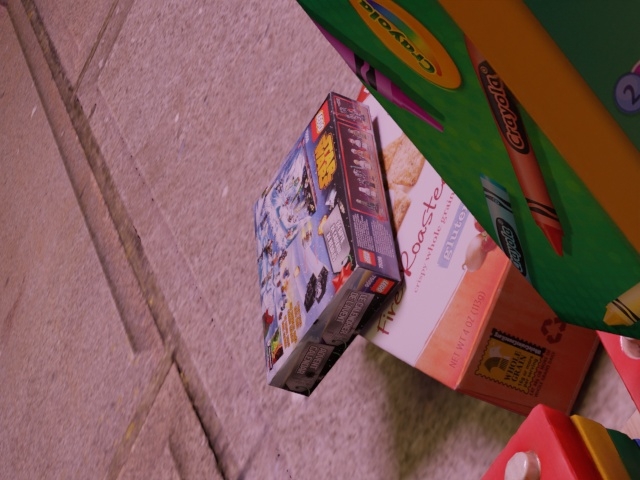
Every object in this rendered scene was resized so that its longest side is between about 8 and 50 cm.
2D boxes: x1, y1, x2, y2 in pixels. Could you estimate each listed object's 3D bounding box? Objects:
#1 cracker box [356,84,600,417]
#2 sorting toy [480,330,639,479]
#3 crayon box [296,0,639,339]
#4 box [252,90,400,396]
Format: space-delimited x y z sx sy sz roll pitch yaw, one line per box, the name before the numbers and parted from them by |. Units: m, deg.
cracker box | 0.071 -0.014 0.773 0.156 0.067 0.232 -68 23 1
sorting toy | 0.142 0.110 0.484 0.255 0.089 0.257 -57 25 24
crayon box | 0.137 -0.124 0.478 0.278 0.165 0.081 -46 21 -13
box | 0.000 0.000 0.795 0.094 0.027 0.137 -54 28 36
